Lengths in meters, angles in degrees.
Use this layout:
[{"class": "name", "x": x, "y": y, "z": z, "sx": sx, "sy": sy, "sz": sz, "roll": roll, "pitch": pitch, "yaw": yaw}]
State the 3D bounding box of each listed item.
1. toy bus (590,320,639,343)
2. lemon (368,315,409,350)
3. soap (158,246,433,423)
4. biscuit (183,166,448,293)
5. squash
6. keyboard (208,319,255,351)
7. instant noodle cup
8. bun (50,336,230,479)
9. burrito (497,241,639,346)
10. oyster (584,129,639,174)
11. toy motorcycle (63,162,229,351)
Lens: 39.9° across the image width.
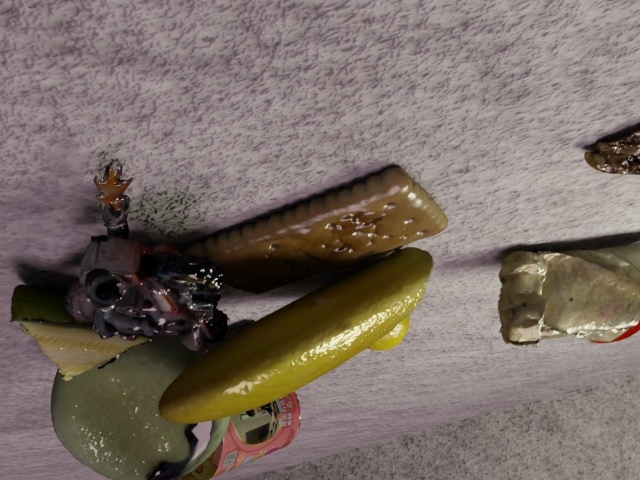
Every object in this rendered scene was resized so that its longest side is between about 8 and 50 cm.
[{"class": "toy bus", "x": 0.581, "y": 0.118, "z": 1.702, "sx": 0.121, "sy": 0.120, "sz": 0.265, "roll": -7, "pitch": 158, "yaw": -9}, {"class": "lemon", "x": 0.096, "y": 0.131, "z": 1.480, "sx": 0.109, "sy": 0.109, "sz": 0.133, "roll": -22, "pitch": 149, "yaw": 24}, {"class": "soap", "x": -0.035, "y": 0.148, "z": 1.259, "sx": 0.427, "sy": 0.115, "sz": 0.306, "roll": -26, "pitch": -179, "yaw": -36}, {"class": "biscuit", "x": 0.000, "y": 0.000, "z": 1.181, "sx": 0.324, "sy": 0.044, "sz": 0.217, "roll": -19, "pitch": 157, "yaw": 18}, {"class": "squash", "x": -0.374, "y": 0.115, "z": 1.188, "sx": 0.169, "sy": 0.093, "sz": 0.252, "roll": -28, "pitch": 157, "yaw": 23}, {"class": "keyboard", "x": -0.224, "y": 0.229, "z": 1.596, "sx": 0.317, "sy": 0.027, "sz": 0.106, "roll": -22, "pitch": 115, "yaw": 23}, {"class": "instant noodle cup", "x": -0.181, "y": 0.369, "z": 1.810, "sx": 0.255, "sy": 0.244, "sz": 0.244, "roll": 0, "pitch": 157, "yaw": -46}, {"class": "bun", "x": -0.286, "y": 0.246, "z": 1.441, "sx": 0.293, "sy": 0.293, "sz": 0.187, "roll": -16, "pitch": -157, "yaw": 10}, {"class": "burrito", "x": 0.452, "y": 0.090, "z": 1.497, "sx": 0.347, "sy": 0.175, "sz": 0.107, "roll": -6, "pitch": -172, "yaw": -18}, {"class": "oyster", "x": 0.411, "y": -0.109, "z": 1.120, "sx": 0.148, "sy": 0.051, "sz": 0.103, "roll": -6, "pitch": 153, "yaw": 11}, {"class": "toy motorcycle", "x": -0.212, "y": 0.044, "z": 1.032, "sx": 0.207, "sy": 0.134, "sz": 0.401, "roll": 8, "pitch": 160, "yaw": -2}]
